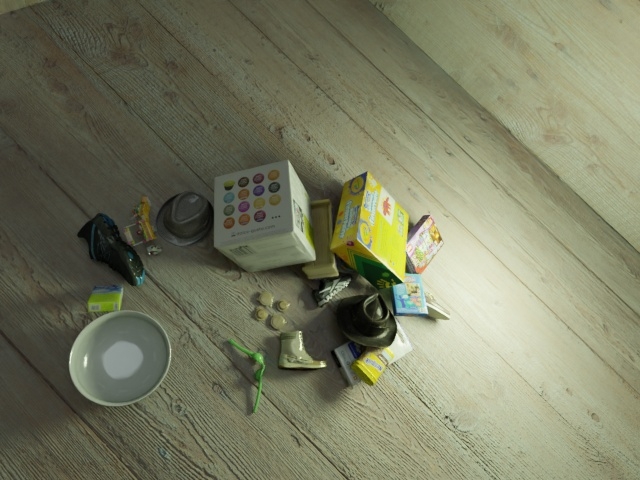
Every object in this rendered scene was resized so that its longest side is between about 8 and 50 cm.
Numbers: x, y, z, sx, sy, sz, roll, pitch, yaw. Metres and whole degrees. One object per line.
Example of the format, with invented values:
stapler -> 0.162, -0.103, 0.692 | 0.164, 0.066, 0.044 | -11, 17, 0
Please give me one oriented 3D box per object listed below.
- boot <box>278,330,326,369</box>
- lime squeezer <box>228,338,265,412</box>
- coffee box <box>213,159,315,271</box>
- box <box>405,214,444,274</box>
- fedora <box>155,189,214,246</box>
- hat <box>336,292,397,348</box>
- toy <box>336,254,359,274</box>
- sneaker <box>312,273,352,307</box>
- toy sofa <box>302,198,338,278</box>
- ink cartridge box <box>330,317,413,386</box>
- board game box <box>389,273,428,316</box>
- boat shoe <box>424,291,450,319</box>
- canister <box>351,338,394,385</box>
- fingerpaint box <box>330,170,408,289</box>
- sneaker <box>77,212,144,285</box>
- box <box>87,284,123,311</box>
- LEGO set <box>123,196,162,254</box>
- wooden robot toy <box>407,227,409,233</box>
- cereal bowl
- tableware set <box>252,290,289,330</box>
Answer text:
boot -> -0.076, 0.480, 1.799 | 0.213, 0.077, 0.165 | 6, 63, -15
lime squeezer -> -0.278, 0.539, 1.706 | 0.110, 0.059, 0.310 | -16, 74, -27
coffee box -> -0.232, -0.092, 1.780 | 0.337, 0.338, 0.334 | -11, 66, 11
box -> 0.539, 0.027, 2.202 | 0.293, 0.057, 0.201 | -46, 117, -31
fedora -> -0.599, -0.120, 1.849 | 0.243, 0.124, 0.275 | 38, 59, 0
hat -> 0.230, 0.325, 1.878 | 0.331, 0.134, 0.331 | 13, 34, -9
toy -> 0.166, 0.103, 2.056 | 0.237, 0.056, 0.137 | 14, 40, -18
sneaker -> 0.054, 0.212, 1.970 | 0.234, 0.078, 0.106 | -37, 85, -28
toy sofa -> 0.000, 0.000, 1.961 | 0.150, 0.177, 0.363 | -8, 65, 11
ink cartridge box -> 0.244, 0.511, 1.912 | 0.371, 0.069, 0.176 | -21, 75, -25
board game box -> 0.421, 0.262, 1.994 | 0.160, 0.047, 0.210 | 4, 58, -10
boat shoe -> 0.519, 0.301, 2.087 | 0.324, 0.116, 0.097 | 26, 63, -1
canister -> 0.233, 0.534, 1.822 | 0.126, 0.073, 0.170 | 45, 58, 5
fingerpaint box -> 0.252, -0.047, 2.001 | 0.371, 0.163, 0.445 | 40, 44, -31
sneaker -> -0.853, 0.058, 1.695 | 0.139, 0.125, 0.341 | -36, 84, -3
box -> -0.831, 0.223, 1.598 | 0.109, 0.178, 0.042 | 0, 104, -21
LEGO set -> -0.778, -0.071, 1.768 | 0.107, 0.132, 0.287 | -21, 71, -3
wooden robot toy -> 0.470, 0.001, 2.225 | 0.076, 0.079, 0.173 | 27, 60, -7
cereal bowl -> -0.732, 0.440, 1.529 | 0.339, 0.141, 0.339 | 9, 63, -17
tableware set -> -0.219, 0.314, 1.854 | 0.168, 0.020, 0.141 | 26, 62, -9
